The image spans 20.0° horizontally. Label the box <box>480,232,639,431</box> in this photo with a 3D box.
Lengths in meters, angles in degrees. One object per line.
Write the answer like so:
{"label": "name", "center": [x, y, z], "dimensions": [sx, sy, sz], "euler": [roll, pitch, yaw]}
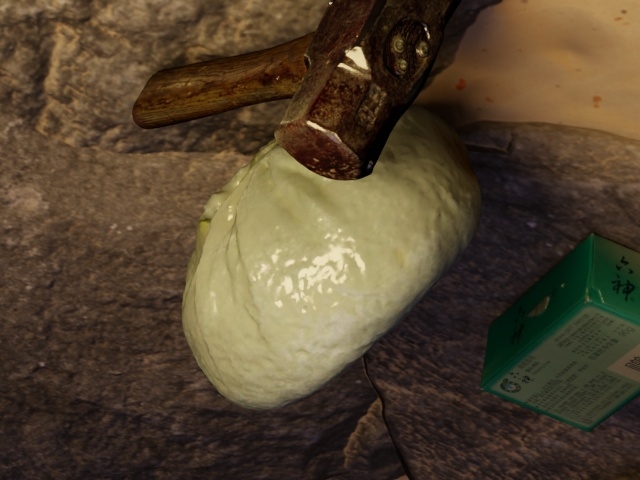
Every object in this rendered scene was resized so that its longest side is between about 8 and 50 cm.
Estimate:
{"label": "box", "center": [0.303, 0.108, 2.038], "dimensions": [0.153, 0.092, 0.245], "euler": [22, 145, -15]}

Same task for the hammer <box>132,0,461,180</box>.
{"label": "hammer", "center": [-0.042, -0.158, 1.714], "dimensions": [0.095, 0.242, 0.409], "euler": [37, 155, -28]}

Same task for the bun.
{"label": "bun", "center": [0.000, 0.000, 1.787], "dimensions": [0.211, 0.362, 0.362], "euler": [48, 136, -10]}
